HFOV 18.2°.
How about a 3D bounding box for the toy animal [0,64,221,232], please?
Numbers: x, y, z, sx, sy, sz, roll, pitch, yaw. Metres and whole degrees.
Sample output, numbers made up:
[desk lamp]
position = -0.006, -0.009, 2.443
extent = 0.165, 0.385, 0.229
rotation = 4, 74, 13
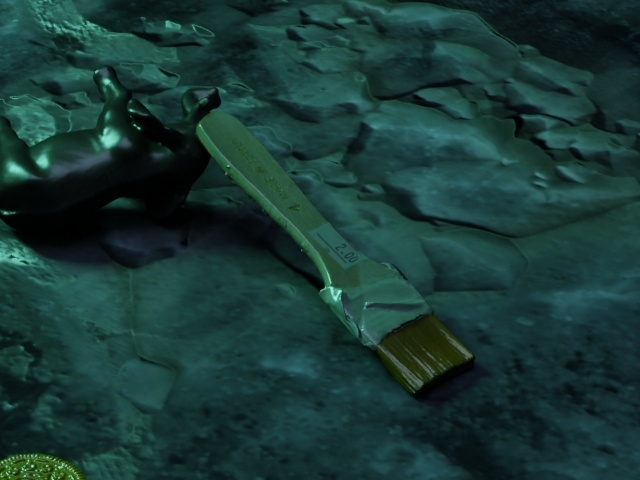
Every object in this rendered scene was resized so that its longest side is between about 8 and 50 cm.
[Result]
[toy animal]
position = -0.193, -0.074, 1.793
extent = 0.245, 0.114, 0.146
rotation = -30, 34, -7

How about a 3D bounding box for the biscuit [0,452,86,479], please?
[biscuit]
position = -0.211, 0.189, 1.462
extent = 0.084, 0.023, 0.084
rotation = 2, 36, -1

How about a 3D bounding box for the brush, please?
[brush]
position = 0.000, 0.000, 1.680
extent = 0.085, 0.020, 0.336
rotation = -24, 57, -34
